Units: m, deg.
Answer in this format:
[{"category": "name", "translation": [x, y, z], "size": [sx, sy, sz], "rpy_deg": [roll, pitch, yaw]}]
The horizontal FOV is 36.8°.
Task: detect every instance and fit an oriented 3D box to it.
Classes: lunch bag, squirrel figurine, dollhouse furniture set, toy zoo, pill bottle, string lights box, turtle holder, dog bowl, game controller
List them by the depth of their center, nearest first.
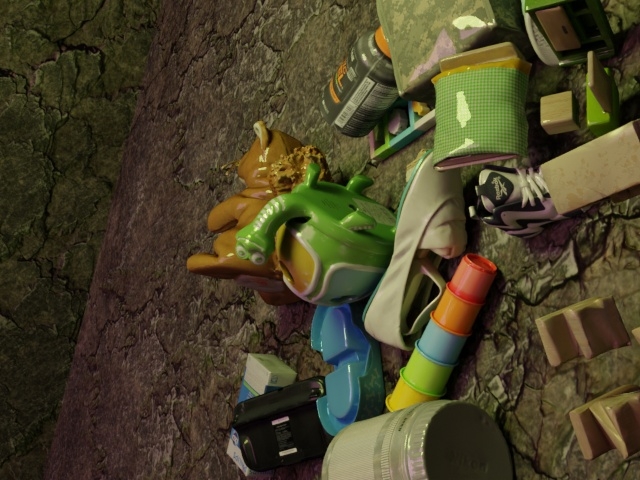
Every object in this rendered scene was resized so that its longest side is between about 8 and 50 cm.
[{"category": "dollhouse furniture set", "translation": [0.476, 0.043, 1.190], "size": [0.362, 0.256, 0.394], "rpy_deg": [-28, 80, 56]}, {"category": "dollhouse furniture set", "translation": [0.281, -0.242, 1.453], "size": [0.301, 0.151, 0.198], "rpy_deg": [-9, 61, 30]}, {"category": "lunch bag", "translation": [0.234, -0.408, 1.695], "size": [0.235, 0.168, 0.287], "rpy_deg": [-34, 58, 40]}, {"category": "turtle holder", "translation": [0.017, 0.010, 1.841], "size": [0.243, 0.320, 0.227], "rpy_deg": [36, 113, 19]}, {"category": "pill bottle", "translation": [0.103, -0.323, 1.891], "size": [0.246, 0.130, 0.131], "rpy_deg": [-51, 41, 48]}, {"category": "toy zoo", "translation": [0.185, -0.300, 1.918], "size": [0.293, 0.030, 0.192], "rpy_deg": [-33, 55, 54]}, {"category": "dog bowl", "translation": [0.058, 0.251, 1.962], "size": [0.166, 0.074, 0.297], "rpy_deg": [-39, 50, 51]}, {"category": "game controller", "translation": [-0.073, 0.406, 2.103], "size": [0.319, 0.067, 0.167], "rpy_deg": [-25, 83, 41]}, {"category": "squirrel figurine", "translation": [-0.077, -0.083, 2.152], "size": [0.397, 0.281, 0.371], "rpy_deg": [-15, 59, 50]}, {"category": "string lights box", "translation": [-0.142, 0.412, 2.276], "size": [0.133, 0.076, 0.260], "rpy_deg": [29, 108, 59]}]

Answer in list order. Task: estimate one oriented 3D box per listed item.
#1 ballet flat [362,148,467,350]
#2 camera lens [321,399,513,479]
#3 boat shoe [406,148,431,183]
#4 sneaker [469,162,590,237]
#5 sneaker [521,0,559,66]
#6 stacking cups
[{"category": "ballet flat", "translation": [0.194, 0.030, 1.744], "size": [0.139, 0.139, 0.400], "rpy_deg": [55, 134, 51]}, {"category": "camera lens", "translation": [0.151, 0.389, 1.591], "size": [0.274, 0.219, 0.220], "rpy_deg": [-29, 58, 48]}, {"category": "boat shoe", "translation": [0.202, -0.150, 1.829], "size": [0.135, 0.050, 0.045], "rpy_deg": [-37, 57, 52]}, {"category": "sneaker", "translation": [0.323, -0.082, 1.487], "size": [0.235, 0.153, 0.094], "rpy_deg": [-34, 56, 54]}, {"category": "sneaker", "translation": [0.371, -0.413, 1.583], "size": [0.151, 0.094, 0.256], "rpy_deg": [-41, -60, -79]}, {"category": "stacking cups", "translation": [0.210, 0.171, 1.681], "size": [0.096, 0.096, 0.316], "rpy_deg": [51, 127, 53]}]
